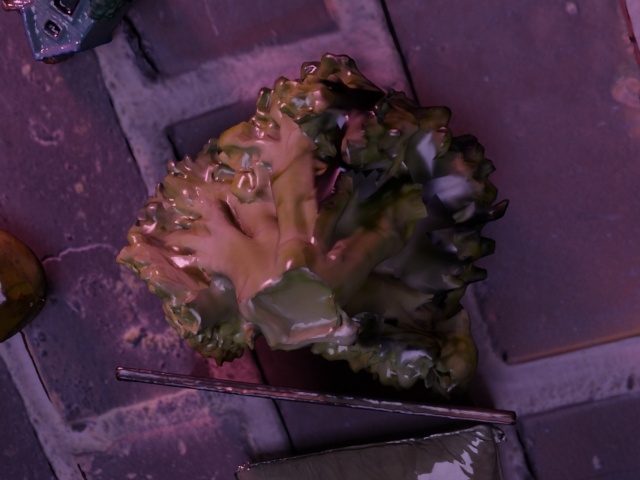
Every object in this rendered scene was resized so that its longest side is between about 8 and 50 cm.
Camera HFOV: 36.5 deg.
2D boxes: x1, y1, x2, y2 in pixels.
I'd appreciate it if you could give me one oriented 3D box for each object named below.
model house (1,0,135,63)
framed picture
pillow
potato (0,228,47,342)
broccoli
[{"bbox_3d":[-0.253,-0.226,0.912,0.148,0.119,0.148,37,119,-5],"label":"model house"},{"bbox_3d":[0.006,0.151,0.937,0.347,0.265,0.016,6,82,7],"label":"framed picture"},{"bbox_3d":[0.071,0.300,1.065,0.302,0.075,0.185,-13,109,15],"label":"pillow"},{"bbox_3d":[-0.410,0.047,1.032,0.251,0.113,0.149,6,107,9],"label":"potato"},{"bbox_3d":[-0.010,-0.006,0.852,0.348,0.281,0.293,1,112,-1],"label":"broccoli"}]
